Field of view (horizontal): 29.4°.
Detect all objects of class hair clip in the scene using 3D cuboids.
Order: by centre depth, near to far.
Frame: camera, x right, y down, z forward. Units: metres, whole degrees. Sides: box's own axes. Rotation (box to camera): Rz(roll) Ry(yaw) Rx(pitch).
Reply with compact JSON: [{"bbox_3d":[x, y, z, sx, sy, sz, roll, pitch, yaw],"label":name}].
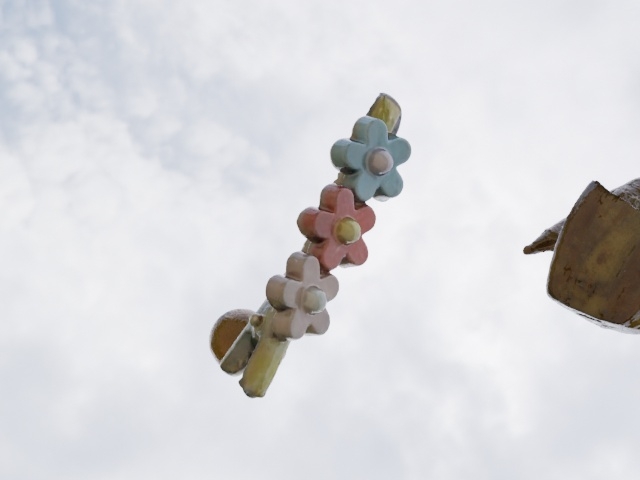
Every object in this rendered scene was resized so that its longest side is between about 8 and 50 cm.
[{"bbox_3d":[0.004,0.002,0.764,0.056,0.062,0.214,22,-102,53],"label":"hair clip"}]

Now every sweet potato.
[{"bbox_3d":[0.340,-0.019,1.467,0.068,0.226,0.068,53,-20,28],"label":"sweet potato"}]

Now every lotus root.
[{"bbox_3d":[0.326,0.033,1.298,0.159,0.095,0.135,35,-100,-14],"label":"lotus root"}]

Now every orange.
[{"bbox_3d":[-0.095,0.120,1.465,0.085,0.085,0.085,7,-74,27],"label":"orange"}]
